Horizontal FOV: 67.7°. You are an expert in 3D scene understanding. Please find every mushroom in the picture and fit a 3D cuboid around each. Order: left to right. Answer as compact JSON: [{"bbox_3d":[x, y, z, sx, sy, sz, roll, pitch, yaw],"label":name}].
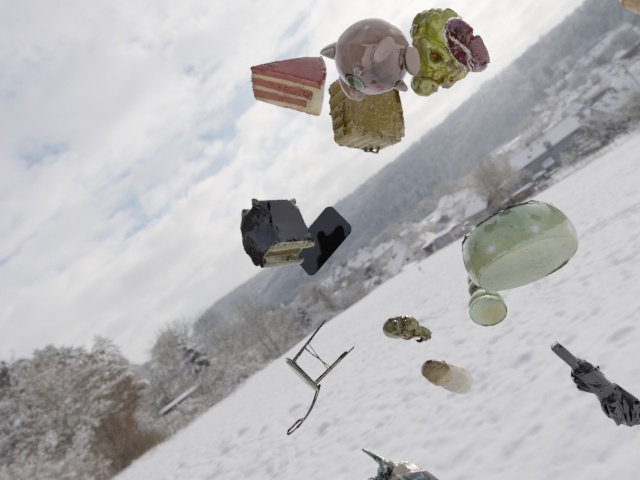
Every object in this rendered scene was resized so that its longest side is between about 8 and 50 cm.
[{"bbox_3d":[0.455,0.474,1.660,0.351,0.122,0.095,34,-102,-53],"label":"mushroom"}]

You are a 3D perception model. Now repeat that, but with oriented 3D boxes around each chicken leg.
[{"bbox_3d":[0.320,0.315,1.678,0.103,0.227,0.088,-45,37,43],"label":"chicken leg"}]

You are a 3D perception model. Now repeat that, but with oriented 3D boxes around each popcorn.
[{"bbox_3d":[0.416,-0.637,1.618,0.225,0.286,0.173,11,28,31],"label":"popcorn"}]

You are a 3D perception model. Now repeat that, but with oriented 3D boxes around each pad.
[{"bbox_3d":[0.000,0.000,1.947,0.267,0.181,0.004,-50,-35,11],"label":"pad"}]

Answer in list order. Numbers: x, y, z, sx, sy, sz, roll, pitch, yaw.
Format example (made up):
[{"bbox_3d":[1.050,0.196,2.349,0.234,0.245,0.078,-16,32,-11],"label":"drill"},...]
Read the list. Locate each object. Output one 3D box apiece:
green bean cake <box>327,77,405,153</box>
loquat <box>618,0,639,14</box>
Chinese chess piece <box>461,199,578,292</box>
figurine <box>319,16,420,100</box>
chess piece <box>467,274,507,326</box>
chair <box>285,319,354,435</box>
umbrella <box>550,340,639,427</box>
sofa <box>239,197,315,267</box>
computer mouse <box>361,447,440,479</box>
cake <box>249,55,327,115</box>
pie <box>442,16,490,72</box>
[{"bbox_3d":[0.139,-0.397,1.489,0.229,0.224,0.131,0,-9,-32],"label":"green bean cake"},{"bbox_3d":[0.824,-0.652,1.138,0.238,0.193,0.238,-15,-24,-7],"label":"loquat"},{"bbox_3d":[0.630,0.025,1.525,0.349,0.146,0.349,-10,-33,-7],"label":"Chinese chess piece"},{"bbox_3d":[0.080,-0.285,0.755,0.125,0.125,0.138,-36,29,-24],"label":"figurine"},{"bbox_3d":[0.617,0.198,1.807,0.133,0.133,0.243,-39,19,27],"label":"chess piece"},{"bbox_3d":[-0.046,0.423,1.481,0.326,0.170,0.160,-46,-7,-19],"label":"chair"},{"bbox_3d":[0.868,0.447,1.504,0.118,0.340,0.118,-46,-5,-5],"label":"umbrella"},{"bbox_3d":[-0.172,-0.024,1.802,0.200,0.258,0.182,-6,-31,-35],"label":"sofa"},{"bbox_3d":[0.217,0.588,0.973,0.199,0.389,0.115,-31,-37,-35],"label":"computer mouse"},{"bbox_3d":[-0.098,-0.514,1.642,0.262,0.160,0.158,-13,-36,-10],"label":"cake"},{"bbox_3d":[0.335,-0.447,1.106,0.038,0.153,0.153,-39,-3,5],"label":"pie"}]
